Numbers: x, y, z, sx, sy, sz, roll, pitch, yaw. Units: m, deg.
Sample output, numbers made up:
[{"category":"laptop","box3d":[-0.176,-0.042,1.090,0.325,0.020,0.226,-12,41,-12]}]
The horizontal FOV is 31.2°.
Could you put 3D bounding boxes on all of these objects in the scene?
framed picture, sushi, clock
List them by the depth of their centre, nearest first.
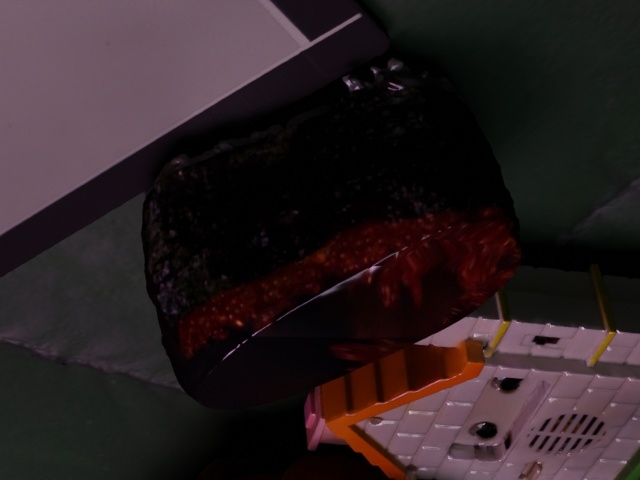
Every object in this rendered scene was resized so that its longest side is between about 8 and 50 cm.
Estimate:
[{"category":"framed picture","box3d":[-0.172,-0.096,0.606,0.347,0.016,0.265,-28,137,24]},{"category":"sushi","box3d":[0.000,0.000,0.671,0.225,0.126,0.136,-28,148,12]},{"category":"clock","box3d":[0.126,0.098,0.841,0.255,0.106,0.220,7,138,-12]}]

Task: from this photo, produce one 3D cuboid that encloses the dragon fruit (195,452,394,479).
[{"category":"dragon fruit","box3d":[0.010,0.281,0.909,0.305,0.305,0.226,21,104,-32]}]
